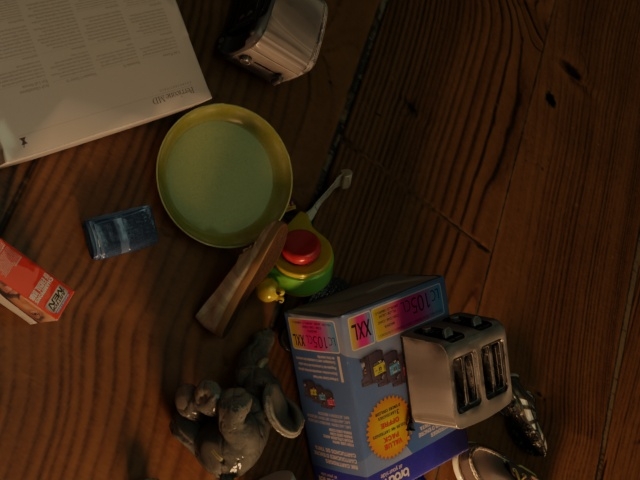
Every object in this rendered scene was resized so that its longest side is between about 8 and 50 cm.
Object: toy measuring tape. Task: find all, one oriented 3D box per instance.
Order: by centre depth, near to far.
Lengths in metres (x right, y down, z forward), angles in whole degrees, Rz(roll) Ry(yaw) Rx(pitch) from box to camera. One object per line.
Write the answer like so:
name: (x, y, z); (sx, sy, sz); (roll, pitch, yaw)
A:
toy measuring tape: (0.000, 0.000, 1.686); (0.121, 0.121, 0.330); (55, 53, -19)

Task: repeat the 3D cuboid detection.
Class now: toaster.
toaster: (0.228, 0.226, 1.619); (0.168, 0.110, 0.185); (-14, 100, -41)
toaster: (-0.079, -0.388, 1.692); (0.146, 0.129, 0.227); (30, 61, -37)

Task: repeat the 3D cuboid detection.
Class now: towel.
towel: (-0.308, -0.012, 1.483); (0.119, 0.029, 0.067); (-18, 94, -42)

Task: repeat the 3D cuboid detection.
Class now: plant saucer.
plant saucer: (-0.162, -0.106, 1.593); (0.241, 0.037, 0.241); (1, 87, -27)

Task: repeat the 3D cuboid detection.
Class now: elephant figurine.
elephant figurine: (-0.109, 0.269, 1.533); (0.239, 0.169, 0.186); (-12, 119, -57)

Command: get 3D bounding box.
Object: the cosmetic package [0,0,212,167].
cosmetic package: (-0.375, -0.291, 1.434); (0.377, 0.097, 0.284); (-26, 97, -41)

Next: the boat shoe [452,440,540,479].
boat shoe: (0.395, 0.509, 1.949); (0.324, 0.097, 0.116); (44, 57, -26)

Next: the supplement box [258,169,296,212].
supplement box: (-0.086, -0.085, 1.680); (0.055, 0.043, 0.083); (-23, 97, -40)

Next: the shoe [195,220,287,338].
shoe: (-0.128, 0.055, 1.563); (0.219, 0.058, 0.076); (-58, 165, -6)

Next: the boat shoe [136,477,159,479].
boat shoe: (-0.248, 0.425, 1.438); (0.045, 0.050, 0.135); (-9, 88, -36)

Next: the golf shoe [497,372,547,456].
golf shoe: (0.438, 0.370, 2.027); (0.094, 0.077, 0.198); (-45, 112, -37)

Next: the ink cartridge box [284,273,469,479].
ink cartridge box: (0.111, 0.280, 1.690); (0.270, 0.151, 0.395); (-18, 104, -39)

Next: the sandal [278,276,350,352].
sandal: (-0.016, 0.129, 1.708); (0.179, 0.040, 0.067); (-44, 106, -26)

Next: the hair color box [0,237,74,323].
hair color box: (-0.436, 0.048, 1.319); (0.167, 0.093, 0.053); (40, 59, -28)

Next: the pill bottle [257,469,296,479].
pill bottle: (-0.041, 0.488, 1.561); (0.117, 0.118, 0.208); (-34, 104, -40)
